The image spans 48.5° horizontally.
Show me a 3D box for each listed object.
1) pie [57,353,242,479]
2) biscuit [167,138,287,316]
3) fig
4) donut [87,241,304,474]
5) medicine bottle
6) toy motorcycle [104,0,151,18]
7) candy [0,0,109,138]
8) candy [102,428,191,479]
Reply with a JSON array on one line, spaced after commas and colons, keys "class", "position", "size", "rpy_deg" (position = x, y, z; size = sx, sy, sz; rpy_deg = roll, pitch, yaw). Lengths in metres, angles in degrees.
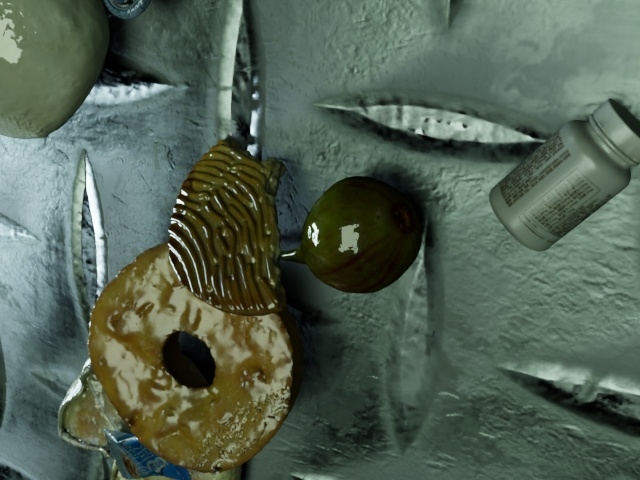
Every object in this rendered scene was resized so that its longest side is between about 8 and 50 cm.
[{"class": "pie", "position": [-0.244, 0.296, 1.039], "size": [0.337, 0.075, 0.338], "rpy_deg": [6, 105, 23]}, {"class": "biscuit", "position": [-0.091, -0.016, 0.789], "size": [0.176, 0.031, 0.228], "rpy_deg": [-46, 54, -2]}, {"class": "fig", "position": [0.000, 0.000, 0.790], "size": [0.236, 0.124, 0.124], "rpy_deg": [-8, 102, 42]}, {"class": "donut", "position": [-0.144, 0.140, 0.880], "size": [0.277, 0.108, 0.278], "rpy_deg": [1, 92, 18]}, {"class": "medicine bottle", "position": [0.231, -0.060, 0.656], "size": [0.079, 0.079, 0.140], "rpy_deg": [48, 122, 7]}, {"class": "toy motorcycle", "position": [-0.222, -0.383, 0.794], "size": [0.135, 0.092, 0.255], "rpy_deg": [-23, 85, 23]}, {"class": "candy", "position": [-0.405, -0.262, 0.878], "size": [0.295, 0.185, 0.296], "rpy_deg": [6, 103, 25]}, {"class": "candy", "position": [-0.243, 0.292, 0.977], "size": [0.136, 0.038, 0.088], "rpy_deg": [-11, 112, 33]}]
